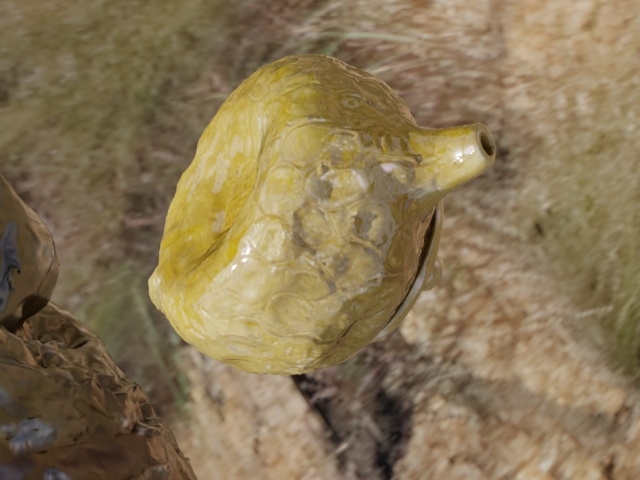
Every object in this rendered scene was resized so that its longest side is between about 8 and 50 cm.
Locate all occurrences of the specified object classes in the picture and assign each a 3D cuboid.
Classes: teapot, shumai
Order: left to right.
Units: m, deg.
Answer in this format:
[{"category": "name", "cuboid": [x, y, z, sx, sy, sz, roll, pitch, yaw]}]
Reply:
[{"category": "shumai", "cuboid": [-0.081, 0.016, 0.370, 0.105, 0.123, 0.139, -54, 55, 30]}, {"category": "teapot", "cuboid": [0.000, 0.000, 1.200, 0.167, 0.203, 0.311, 23, 144, -23]}]
